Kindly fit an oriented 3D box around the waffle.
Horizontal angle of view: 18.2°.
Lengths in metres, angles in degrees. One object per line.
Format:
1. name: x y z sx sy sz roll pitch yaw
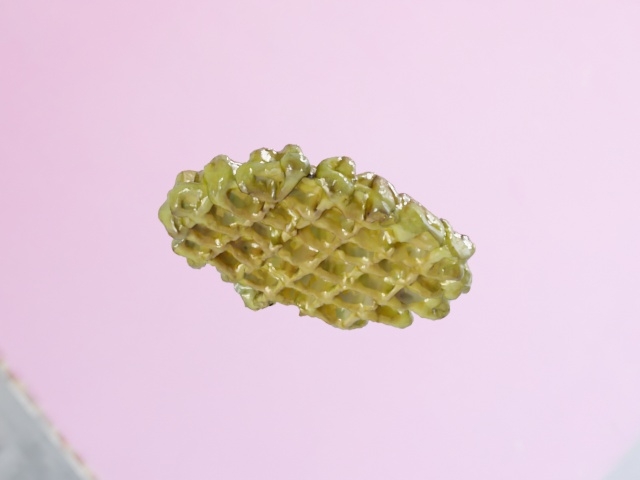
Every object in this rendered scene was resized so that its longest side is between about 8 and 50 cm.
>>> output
1. waffle: -0.002 0.002 1.171 0.191 0.191 0.038 -38 35 54
